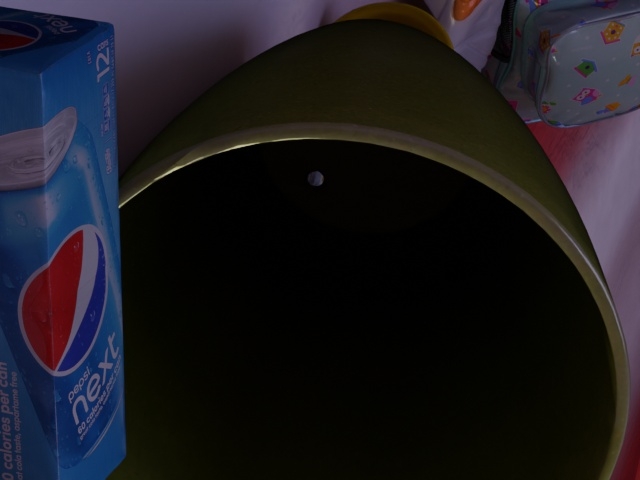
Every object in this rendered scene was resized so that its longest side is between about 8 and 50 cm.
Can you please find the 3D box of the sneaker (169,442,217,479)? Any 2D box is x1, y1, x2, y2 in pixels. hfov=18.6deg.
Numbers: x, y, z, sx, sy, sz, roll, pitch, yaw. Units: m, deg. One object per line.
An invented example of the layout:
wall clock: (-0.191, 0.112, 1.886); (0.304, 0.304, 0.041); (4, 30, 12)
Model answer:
sneaker: (-0.091, 0.184, 1.021); (0.319, 0.112, 0.131); (-53, 131, -59)

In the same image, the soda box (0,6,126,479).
soda box: (-0.129, 0.011, 0.827); (0.067, 0.071, 0.210); (-49, 145, -58)

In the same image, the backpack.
backpack: (0.202, -0.170, 1.537); (0.188, 0.166, 0.144); (105, -35, -62)

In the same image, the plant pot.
plant pot: (0.018, 0.000, 1.020); (0.293, 0.275, 0.275); (-79, 170, -60)

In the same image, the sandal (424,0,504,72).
sandal: (0.095, -0.196, 1.404); (0.102, 0.076, 0.265); (-38, 158, -44)

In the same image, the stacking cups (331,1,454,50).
stacking cups: (0.065, -0.045, 1.362); (0.316, 0.096, 0.096); (67, 37, -64)

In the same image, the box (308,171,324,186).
box: (0.000, 0.000, 1.275); (0.137, 0.027, 0.094); (63, 39, -61)
